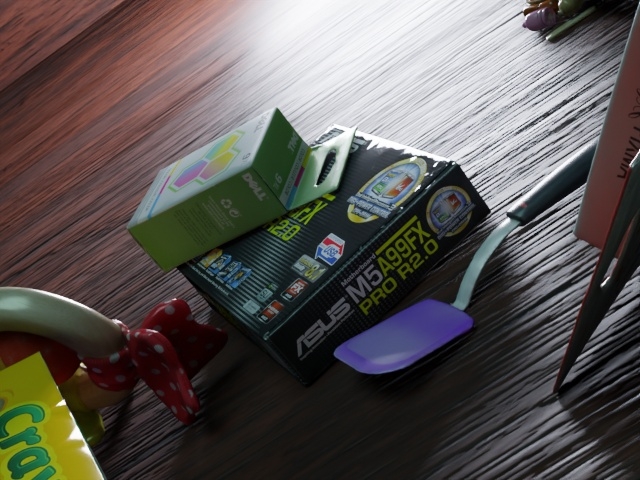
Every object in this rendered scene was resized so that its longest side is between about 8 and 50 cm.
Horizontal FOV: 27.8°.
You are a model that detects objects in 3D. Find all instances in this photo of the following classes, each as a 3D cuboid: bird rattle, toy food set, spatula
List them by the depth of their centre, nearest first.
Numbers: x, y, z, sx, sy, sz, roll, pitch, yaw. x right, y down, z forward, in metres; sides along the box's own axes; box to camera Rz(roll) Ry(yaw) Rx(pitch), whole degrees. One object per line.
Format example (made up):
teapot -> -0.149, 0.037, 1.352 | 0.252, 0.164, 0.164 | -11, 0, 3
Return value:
spatula -> 0.137, 0.006, 0.996 | 0.296, 0.030, 0.084 | -43, 25, -11
bird rattle -> -0.218, 0.110, 1.125 | 0.253, 0.207, 0.143 | -21, 46, 53
toy food set -> 0.235, -0.243, 1.313 | 0.078, 0.019, 0.122 | -34, 24, 10

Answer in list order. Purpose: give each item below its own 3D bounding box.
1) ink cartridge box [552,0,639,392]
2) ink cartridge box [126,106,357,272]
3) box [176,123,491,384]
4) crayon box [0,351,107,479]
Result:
ink cartridge box -> 0.198, -0.063, 0.786 | 0.060, 0.275, 0.239 | 32, 65, 18
ink cartridge box -> -0.074, -0.059, 1.222 | 0.209, 0.062, 0.109 | -25, 26, 28
box -> 0.000, 0.000, 1.163 | 0.216, 0.060, 0.270 | -43, 24, -8
crayon box -> -0.280, 0.259, 0.897 | 0.313, 0.106, 0.363 | -28, 31, -12
